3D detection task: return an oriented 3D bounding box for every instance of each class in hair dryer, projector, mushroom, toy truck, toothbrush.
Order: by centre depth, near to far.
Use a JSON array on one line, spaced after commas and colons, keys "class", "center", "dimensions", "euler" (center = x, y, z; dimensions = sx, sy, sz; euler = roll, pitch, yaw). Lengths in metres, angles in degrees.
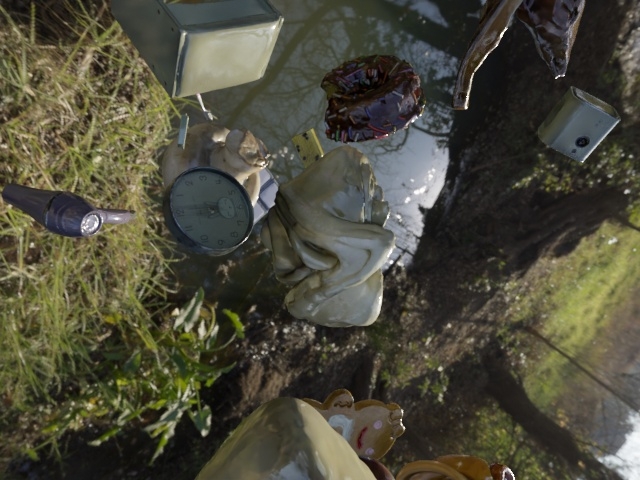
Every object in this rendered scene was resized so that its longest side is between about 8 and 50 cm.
[{"class": "projector", "center": [0.420, -0.191, 0.707], "dimensions": [0.083, 0.083, 0.082], "euler": [-55, 173, -50]}, {"class": "toy truck", "center": [0.287, 0.569, 0.869], "dimensions": [0.204, 0.287, 0.212], "euler": [-23, 162, 38]}, {"class": "mushroom", "center": [-0.276, -0.188, 1.211], "dimensions": [0.298, 0.290, 0.297], "euler": [13, 73, -48]}, {"class": "hair dryer", "center": [-0.692, -0.084, 1.284], "dimensions": [0.361, 0.301, 0.121], "euler": [6, 102, -71]}, {"class": "toothbrush", "center": [-0.419, -0.503, 1.447], "dimensions": [0.020, 0.025, 0.286], "euler": [-58, 160, -19]}]

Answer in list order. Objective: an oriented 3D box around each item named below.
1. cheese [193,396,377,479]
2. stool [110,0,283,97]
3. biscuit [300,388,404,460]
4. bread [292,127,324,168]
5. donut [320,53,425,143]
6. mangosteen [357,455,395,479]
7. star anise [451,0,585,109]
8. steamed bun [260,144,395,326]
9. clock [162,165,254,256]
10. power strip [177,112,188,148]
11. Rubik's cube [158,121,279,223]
[{"class": "cheese", "center": [-0.036, 0.349, 0.323], "dimensions": [0.351, 0.328, 0.129], "euler": [-46, 172, 5]}, {"class": "stool", "center": [-0.264, -0.475, 0.917], "dimensions": [0.244, 0.269, 0.170], "euler": [-29, 167, -36]}, {"class": "biscuit", "center": [0.047, 0.377, 0.842], "dimensions": [0.249, 0.035, 0.184], "euler": [11, 103, -19]}, {"class": "bread", "center": [-0.023, -0.302, 1.632], "dimensions": [0.088, 0.226, 0.049], "euler": [-21, -166, 17]}, {"class": "donut", "center": [0.098, -0.294, 0.869], "dimensions": [0.096, 0.216, 0.230], "euler": [69, 27, -43]}, {"class": "mangosteen", "center": [0.042, 0.269, 0.454], "dimensions": [0.081, 0.081, 0.081], "euler": [-32, 143, -29]}, {"class": "star anise", "center": [0.224, -0.323, 0.447], "dimensions": [0.350, 0.292, 0.109], "euler": [-34, -173, 38]}, {"class": "steamed bun", "center": [0.000, 0.000, 0.897], "dimensions": [0.248, 0.339, 0.352], "euler": [4, 133, -15]}, {"class": "clock", "center": [-0.254, -0.071, 1.004], "dimensions": [0.215, 0.214, 0.042], "euler": [-17, 174, -43]}, {"class": "power strip", "center": [-0.312, -0.250, 0.982], "dimensions": [0.017, 0.027, 0.083], "euler": [7, 81, -18]}, {"class": "Rubik's cube", "center": [-0.372, -0.221, 1.638], "dimensions": [0.304, 0.305, 0.301], "euler": [-44, 133, -9]}]
